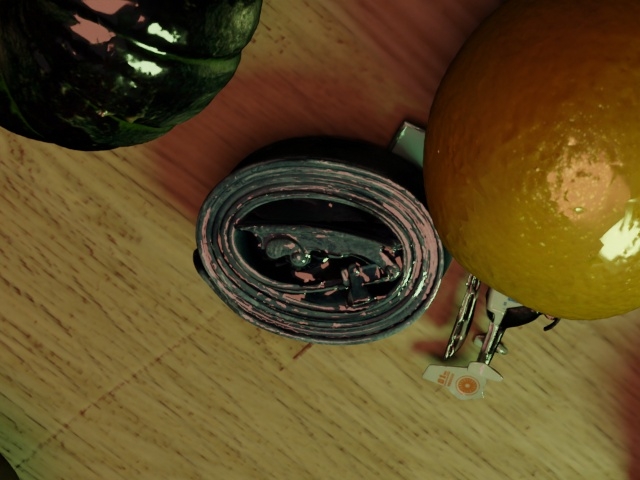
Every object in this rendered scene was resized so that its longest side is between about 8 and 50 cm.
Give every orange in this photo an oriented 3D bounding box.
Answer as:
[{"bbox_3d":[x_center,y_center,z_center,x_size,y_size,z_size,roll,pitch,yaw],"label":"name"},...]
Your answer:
[{"bbox_3d":[0.177,-0.061,1.030,0.236,0.236,0.236,2,118,3],"label":"orange"}]

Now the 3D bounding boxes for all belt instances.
[{"bbox_3d":[0.000,0.000,1.138,0.190,0.082,0.141,10,108,10],"label":"belt"}]

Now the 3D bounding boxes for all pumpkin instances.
[{"bbox_3d":[-0.159,-0.181,1.002,0.250,0.216,0.249,2,95,29],"label":"pumpkin"}]

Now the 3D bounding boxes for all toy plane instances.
[{"bbox_3d":[0.146,0.044,1.186,0.078,0.053,0.197,22,117,2],"label":"toy plane"}]

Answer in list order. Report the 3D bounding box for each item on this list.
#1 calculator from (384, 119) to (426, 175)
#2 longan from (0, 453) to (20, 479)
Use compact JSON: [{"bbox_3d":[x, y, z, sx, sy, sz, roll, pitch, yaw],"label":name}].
[{"bbox_3d":[0.050,-0.010,1.179,0.057,0.018,0.172,24,117,-8],"label":"calculator"},{"bbox_3d":[-0.370,0.260,1.237,0.300,0.243,0.300,-2,82,13],"label":"longan"}]
